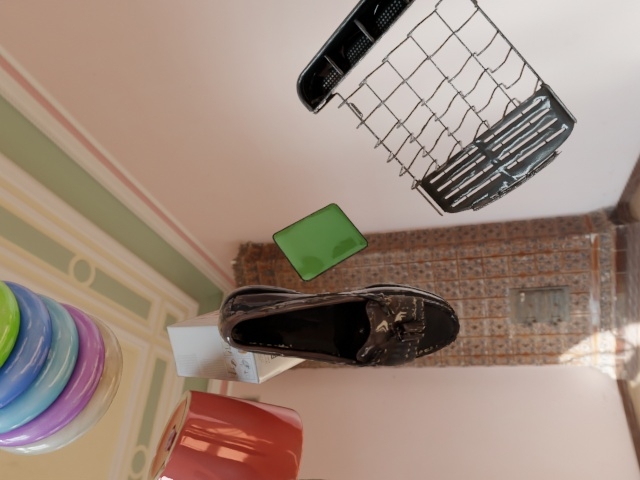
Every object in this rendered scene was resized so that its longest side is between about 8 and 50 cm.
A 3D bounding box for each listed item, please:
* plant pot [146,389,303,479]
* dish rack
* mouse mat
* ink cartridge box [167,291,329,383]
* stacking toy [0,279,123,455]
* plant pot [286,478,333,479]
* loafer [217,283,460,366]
[{"bbox_3d":[-0.205,0.448,0.957,0.275,0.243,0.275,-55,18,28],"label":"plant pot"},{"bbox_3d":[0.133,-0.152,0.517,0.271,0.208,0.074,45,-142,-7],"label":"dish rack"},{"bbox_3d":[0.000,0.000,1.090,0.153,0.189,0.007,52,161,24],"label":"mouse mat"},{"bbox_3d":[-0.155,0.222,1.089,0.272,0.309,0.130,-13,-89,-48],"label":"ink cartridge box"},{"bbox_3d":[-0.276,0.061,0.331,0.330,0.141,0.141,85,-172,-59],"label":"stacking toy"},{"bbox_3d":[-0.029,0.444,0.386,0.334,0.333,0.306,-25,-75,-74],"label":"plant pot"},{"bbox_3d":[0.029,0.109,0.548,0.095,0.302,0.109,-146,59,-82],"label":"loafer"}]
